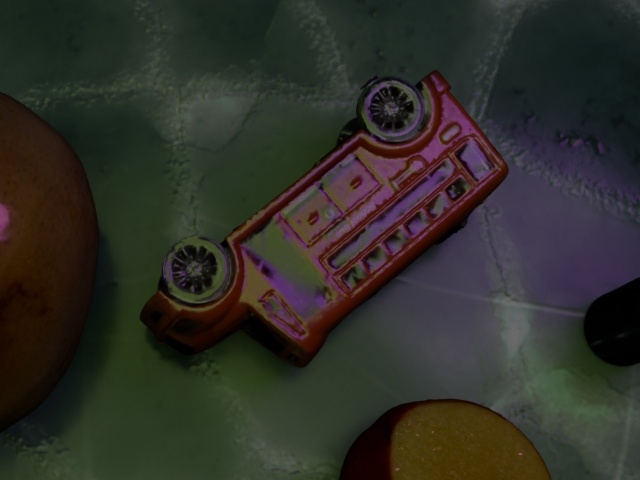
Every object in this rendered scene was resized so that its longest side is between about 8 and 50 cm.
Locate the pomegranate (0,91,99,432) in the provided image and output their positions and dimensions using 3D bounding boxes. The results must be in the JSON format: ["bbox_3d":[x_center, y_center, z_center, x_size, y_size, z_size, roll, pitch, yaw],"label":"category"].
[{"bbox_3d":[-0.317,0.012,1.038,0.319,0.319,0.319,1,78,-5],"label":"pomegranate"}]

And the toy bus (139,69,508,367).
[{"bbox_3d":[0.000,0.000,1.134,0.329,0.143,0.153,-39,87,-14],"label":"toy bus"}]

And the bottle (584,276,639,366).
[{"bbox_3d":[0.296,0.060,1.097,0.082,0.244,0.072,8,78,-3],"label":"bottle"}]

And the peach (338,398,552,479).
[{"bbox_3d":[0.105,0.224,1.073,0.190,0.192,0.190,2,84,-16],"label":"peach"}]
